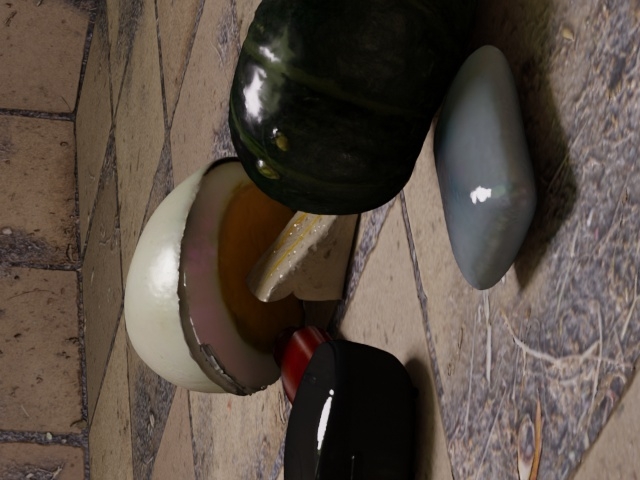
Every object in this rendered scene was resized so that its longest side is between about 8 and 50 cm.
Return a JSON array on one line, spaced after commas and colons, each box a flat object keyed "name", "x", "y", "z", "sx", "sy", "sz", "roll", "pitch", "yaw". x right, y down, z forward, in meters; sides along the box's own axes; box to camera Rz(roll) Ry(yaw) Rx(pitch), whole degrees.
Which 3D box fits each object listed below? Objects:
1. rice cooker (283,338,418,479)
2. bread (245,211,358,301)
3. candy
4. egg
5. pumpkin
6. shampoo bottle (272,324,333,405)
[{"name": "rice cooker", "x": 0.029, "y": 0.200, "z": 1.722, "sx": 0.142, "sy": 0.118, "sz": 0.203, "roll": -154, "pitch": 70, "yaw": -73}, {"name": "bread", "x": -0.018, "y": -0.007, "z": 1.976, "sx": 0.077, "sy": 0.105, "sz": 0.152, "roll": -130, "pitch": 45, "yaw": -60}, {"name": "candy", "x": 0.137, "y": -0.062, "z": 1.476, "sx": 0.138, "sy": 0.071, "sz": 0.174, "roll": 106, "pitch": 162, "yaw": -50}, {"name": "egg", "x": -0.143, "y": 0.043, "z": 2.085, "sx": 0.174, "sy": 0.264, "sz": 0.286, "roll": -3, "pitch": 78, "yaw": 32}, {"name": "pumpkin", "x": 0.035, "y": -0.161, "z": 1.601, "sx": 0.300, "sy": 0.207, "sz": 0.300, "roll": -156, "pitch": 90, "yaw": -88}, {"name": "shampoo bottle", "x": 0.001, "y": 0.162, "z": 1.938, "sx": 0.260, "sy": 0.064, "sz": 0.102, "roll": -129, "pitch": 41, "yaw": -69}]
